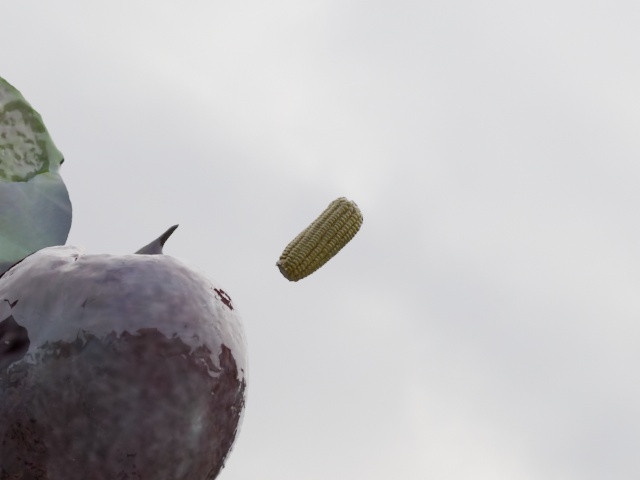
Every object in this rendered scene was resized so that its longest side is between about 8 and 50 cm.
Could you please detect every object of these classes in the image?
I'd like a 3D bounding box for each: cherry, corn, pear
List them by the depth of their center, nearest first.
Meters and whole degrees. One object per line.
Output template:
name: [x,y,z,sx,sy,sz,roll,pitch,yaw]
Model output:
cherry: [-0.171,0.126,1.533,0.230,0.300,0.203,5,-19,20]
corn: [0.000,0.000,1.658,0.037,0.092,0.037,39,-25,22]
pear: [-0.512,-0.046,2.410,0.399,0.398,0.165,19,-31,-25]
